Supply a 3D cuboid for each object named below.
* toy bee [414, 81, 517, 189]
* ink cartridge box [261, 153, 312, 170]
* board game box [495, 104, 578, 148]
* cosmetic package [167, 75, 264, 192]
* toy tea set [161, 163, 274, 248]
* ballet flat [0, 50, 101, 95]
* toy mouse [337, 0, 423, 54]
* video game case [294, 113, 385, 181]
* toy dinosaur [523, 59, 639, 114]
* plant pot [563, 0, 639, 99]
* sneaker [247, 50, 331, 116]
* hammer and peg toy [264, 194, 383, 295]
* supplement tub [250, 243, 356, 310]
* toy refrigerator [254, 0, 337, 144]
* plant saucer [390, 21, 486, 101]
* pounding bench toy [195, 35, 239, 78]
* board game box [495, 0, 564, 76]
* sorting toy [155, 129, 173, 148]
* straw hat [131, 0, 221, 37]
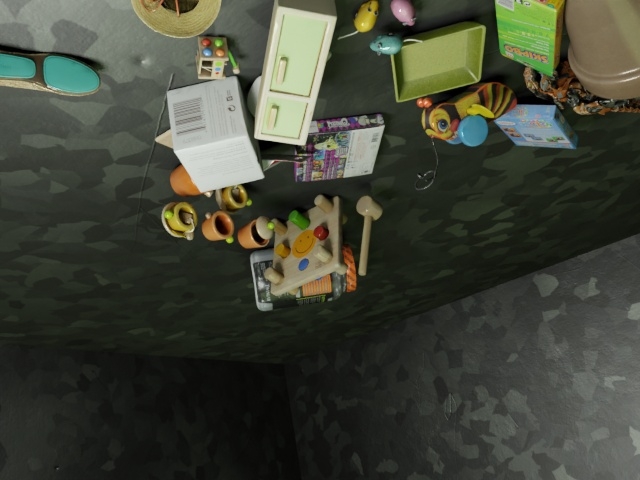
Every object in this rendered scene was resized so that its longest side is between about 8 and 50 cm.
[{"bbox_3d":[0.301,-0.276,1.411,0.195,0.298,0.162,-3,132,53],"label":"toy bee"},{"bbox_3d":[-0.120,-0.176,1.479,0.179,0.045,0.145,5,-166,9],"label":"ink cartridge box"},{"bbox_3d":[0.537,-0.285,1.585,0.160,0.039,0.211,11,175,37],"label":"board game box"},{"bbox_3d":[-0.217,-0.219,1.332,0.151,0.151,0.184,-13,158,2],"label":"cosmetic package"},{"bbox_3d":[-0.234,-0.089,1.577,0.124,0.200,0.336,-17,158,36],"label":"toy tea set"},{"bbox_3d":[-0.506,-0.301,1.137,0.206,0.073,0.067,6,180,-30],"label":"ballet flat"},{"bbox_3d":[0.136,-0.395,1.174,0.143,0.031,0.161,25,129,-23],"label":"toy mouse"},{"bbox_3d":[0.041,-0.226,1.578,0.210,0.042,0.232,-8,157,-6],"label":"video game case"},{"bbox_3d":[0.626,-0.359,1.439,0.321,0.165,0.218,-10,173,-27],"label":"toy dinosaur"},{"bbox_3d":[0.540,-0.423,1.123,0.263,0.263,0.229,-27,135,33],"label":"plant pot"},{"bbox_3d":[-0.060,-0.317,1.279,0.094,0.080,0.212,-7,159,-49],"label":"sneaker"},{"bbox_3d":[0.000,0.000,1.819,0.361,0.266,0.127,-24,136,32],"label":"hammer and peg toy"},{"bbox_3d":[-0.060,0.114,2.130,0.337,0.207,0.207,-8,157,-7],"label":"supplement tub"},{"bbox_3d":[-0.051,-0.308,1.147,0.102,0.094,0.270,7,135,-12],"label":"toy refrigerator"},{"bbox_3d":[0.238,-0.377,1.308,0.188,0.045,0.188,-13,158,6],"label":"plant saucer"},{"bbox_3d":[-0.187,-0.343,1.180,0.083,0.052,0.065,-3,156,-18],"label":"pounding bench toy"},{"bbox_3d":[0.398,-0.402,1.206,0.039,0.124,0.259,-56,158,-2],"label":"board game box"},{"bbox_3d":[-0.324,-0.234,1.428,0.083,0.012,0.062,-22,151,33],"label":"sorting toy"},{"bbox_3d":[-0.226,-0.396,1.015,0.144,0.145,0.061,-13,-164,4],"label":"straw hat"}]
